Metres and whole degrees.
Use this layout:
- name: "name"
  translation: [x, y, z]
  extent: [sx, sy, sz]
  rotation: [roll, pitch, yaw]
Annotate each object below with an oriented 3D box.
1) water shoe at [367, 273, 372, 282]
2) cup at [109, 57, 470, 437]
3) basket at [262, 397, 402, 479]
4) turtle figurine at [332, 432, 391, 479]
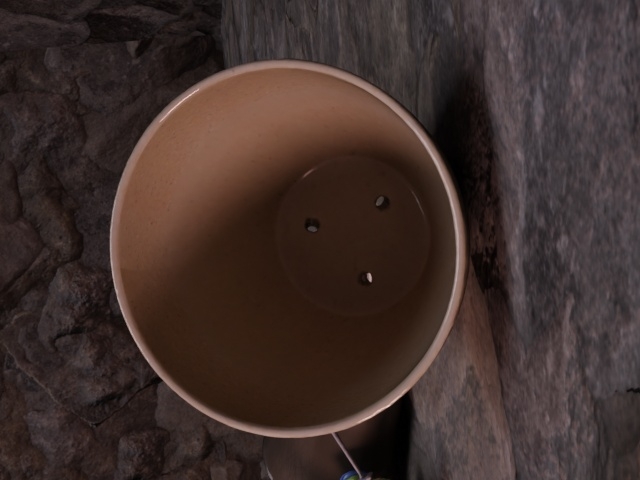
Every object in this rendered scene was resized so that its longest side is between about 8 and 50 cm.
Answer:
- name: "water shoe"
  translation: [0.040, 0.081, 1.682]
  extent: [0.073, 0.080, 0.203]
  rotation: [-130, 35, -77]
- name: "cup"
  translation: [0.000, 0.000, 1.238]
  extent: [0.237, 0.331, 0.331]
  rotation: [-13, -83, -71]
- name: "basket"
  translation: [0.024, 0.227, 1.648]
  extent: [0.204, 0.154, 0.227]
  rotation: [41, 143, 26]
- name: "turtle figurine"
  translation: [0.028, 0.355, 1.429]
  extent: [0.275, 0.198, 0.266]
  rotation: [46, -172, -46]
